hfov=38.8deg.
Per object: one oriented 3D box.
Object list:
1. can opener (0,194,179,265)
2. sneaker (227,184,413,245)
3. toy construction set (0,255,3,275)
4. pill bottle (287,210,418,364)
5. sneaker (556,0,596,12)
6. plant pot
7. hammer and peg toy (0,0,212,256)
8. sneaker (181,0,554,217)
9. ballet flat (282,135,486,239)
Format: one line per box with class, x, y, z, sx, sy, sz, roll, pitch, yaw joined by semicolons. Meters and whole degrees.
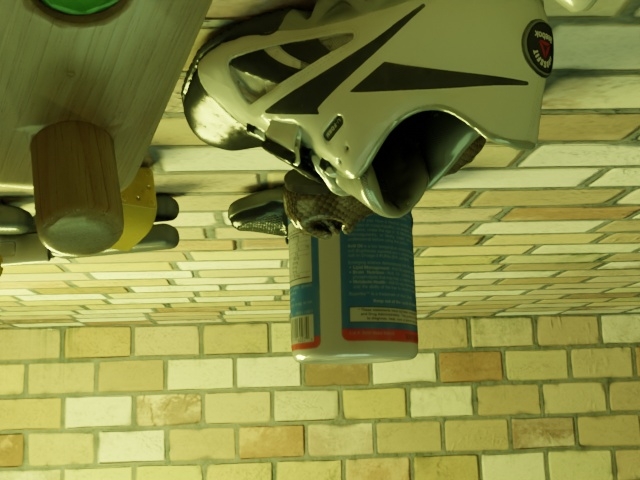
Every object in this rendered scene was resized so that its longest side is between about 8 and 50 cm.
can opener;-0.314;-0.013;1.122;0.280;0.074;0.093;-3;168;7
sneaker;0.000;0.000;1.105;0.228;0.130;0.087;1;167;-4
toy construction set;-0.377;0.030;0.811;0.258;0.308;0.237;4;176;11
pill bottle;0.030;0.008;0.893;0.124;0.221;0.124;-1;169;0
sneaker;0.079;-0.148;0.354;0.232;0.115;0.090;-1;169;-6
plant pot;-0.220;-0.043;0.975;0.081;0.081;0.083;9;155;-44
hammer and peg toy;-0.141;-0.141;0.270;0.266;0.127;0.361;3;144;-27
sneaker;0.010;-0.083;0.628;0.122;0.146;0.330;5;169;-40
ballet flat;0.060;-0.056;0.775;0.084;0.058;0.250;11;-154;37
